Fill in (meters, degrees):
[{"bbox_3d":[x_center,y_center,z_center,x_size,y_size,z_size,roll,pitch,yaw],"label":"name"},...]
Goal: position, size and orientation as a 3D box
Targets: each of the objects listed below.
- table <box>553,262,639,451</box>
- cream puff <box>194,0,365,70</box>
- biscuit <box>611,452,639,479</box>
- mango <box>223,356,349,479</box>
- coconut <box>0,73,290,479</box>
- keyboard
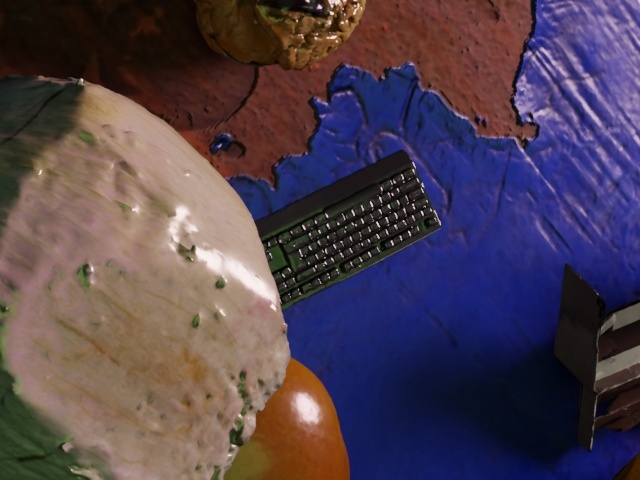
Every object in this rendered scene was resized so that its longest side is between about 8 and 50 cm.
[{"bbox_3d":[0.274,0.077,1.048,0.146,0.062,0.175,-20,132,-19],"label":"table"},{"bbox_3d":[-0.027,-0.183,0.903,0.133,0.104,0.119,21,79,-22],"label":"cream puff"},{"bbox_3d":[0.382,0.357,1.002,0.430,0.104,0.446,14,80,20],"label":"biscuit"},{"bbox_3d":[-0.075,0.199,0.889,0.176,0.139,0.254,25,92,-19],"label":"mango"},{"bbox_3d":[-0.184,0.040,0.759,0.255,0.297,0.297,37,80,-29],"label":"coconut"},{"bbox_3d":[0.001,0.000,0.968,0.197,0.015,0.074,-26,102,-18],"label":"keyboard"}]
